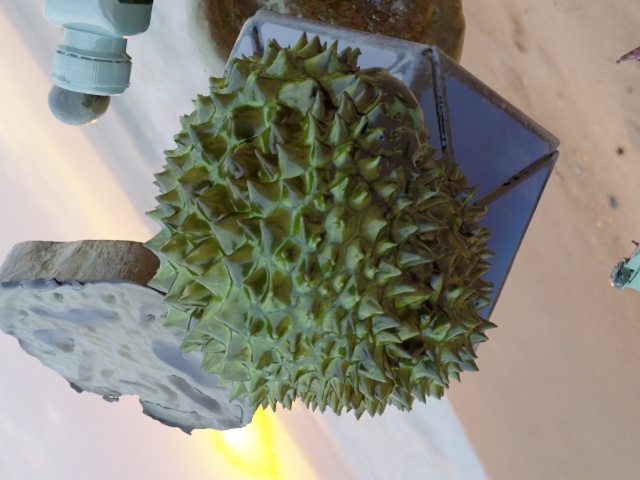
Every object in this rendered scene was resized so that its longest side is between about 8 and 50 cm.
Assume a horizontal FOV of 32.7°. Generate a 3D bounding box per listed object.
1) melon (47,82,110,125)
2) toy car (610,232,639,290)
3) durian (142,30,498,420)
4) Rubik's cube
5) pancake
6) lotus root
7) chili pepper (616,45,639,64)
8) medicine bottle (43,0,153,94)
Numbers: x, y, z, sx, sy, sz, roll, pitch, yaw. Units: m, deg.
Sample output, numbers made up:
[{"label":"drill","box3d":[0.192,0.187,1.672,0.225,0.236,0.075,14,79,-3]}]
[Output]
[{"label":"melon","box3d":[-0.430,-0.251,1.939,0.130,0.098,0.098,-13,117,41]},{"label":"toy car","box3d":[0.389,0.012,1.241,0.073,0.054,0.143,20,138,-1]},{"label":"durian","box3d":[-0.003,0.002,0.779,0.291,0.224,0.291,54,-156,-38]},{"label":"Rubik's cube","box3d":[0.036,-0.052,1.074,0.254,0.260,0.259,21,176,44]},{"label":"pancake","box3d":[0.007,-0.287,1.323,0.356,0.356,0.065,56,166,1]},{"label":"lotus root","box3d":[-0.240,0.118,1.428,0.390,0.111,0.375,25,151,-6]},{"label":"chili pepper","box3d":[0.278,-0.130,0.696,0.027,0.178,0.045,73,-166,-72]},{"label":"medicine bottle","box3d":[-0.178,-0.239,0.909,0.121,0.083,0.229,-51,-29,-73]}]
